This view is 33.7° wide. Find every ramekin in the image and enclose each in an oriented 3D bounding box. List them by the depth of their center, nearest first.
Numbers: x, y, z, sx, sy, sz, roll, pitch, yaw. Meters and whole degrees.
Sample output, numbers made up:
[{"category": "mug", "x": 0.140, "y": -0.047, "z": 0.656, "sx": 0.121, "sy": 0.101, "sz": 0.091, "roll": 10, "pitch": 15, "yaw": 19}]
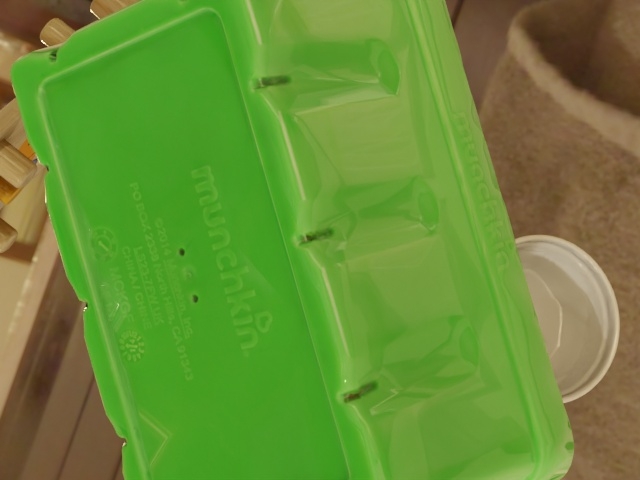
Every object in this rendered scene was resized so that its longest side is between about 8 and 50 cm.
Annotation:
[{"category": "ramekin", "x": 0.257, "y": 0.103, "z": 1.325, "sx": 0.207, "sy": 0.207, "sz": 0.109, "roll": 19, "pitch": 166, "yaw": -12}]

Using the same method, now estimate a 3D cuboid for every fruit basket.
[{"category": "fruit basket", "x": 0.000, "y": 0.000, "z": 0.713, "sx": 0.283, "sy": 0.392, "sz": 0.392, "roll": -16, "pitch": 161, "yaw": 30}]

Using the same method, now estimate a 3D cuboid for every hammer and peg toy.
[{"category": "hammer and peg toy", "x": -0.344, "y": -0.162, "z": 1.382, "sx": 0.127, "sy": 0.361, "sz": 0.266, "roll": 39, "pitch": 145, "yaw": -1}]
